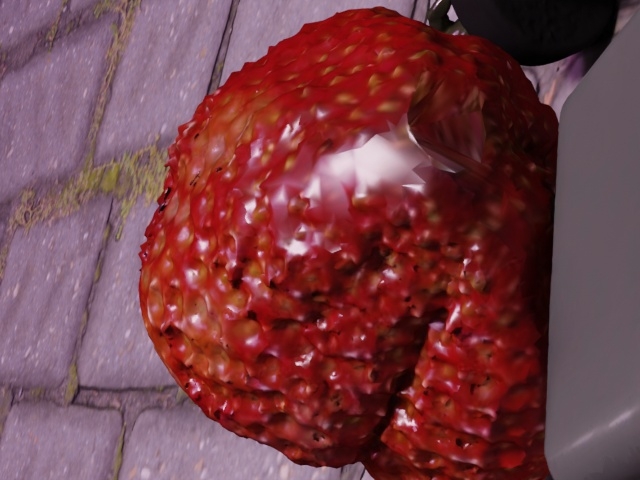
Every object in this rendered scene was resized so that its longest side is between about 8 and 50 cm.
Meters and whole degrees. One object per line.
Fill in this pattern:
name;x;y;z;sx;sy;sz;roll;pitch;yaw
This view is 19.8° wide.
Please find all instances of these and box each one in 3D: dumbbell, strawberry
dumbbell;0.154;-0.161;0.963;0.191;0.100;0.100;-20;56;62
strawberry;0.036;-0.003;0.912;0.288;0.250;0.238;98;-176;-68

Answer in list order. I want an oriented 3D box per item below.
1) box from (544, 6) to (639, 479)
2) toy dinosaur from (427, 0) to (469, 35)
box;0.177;0.005;0.734;0.135;0.163;0.243;133;147;-60
toy dinosaur;0.089;-0.092;1.164;0.187;0.087;0.179;-59;-15;-8
